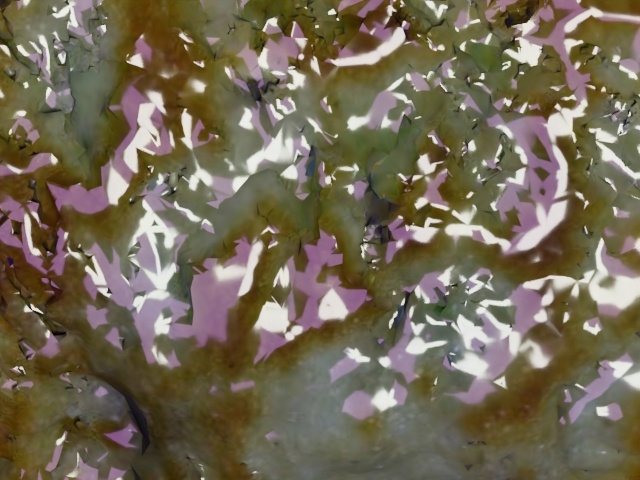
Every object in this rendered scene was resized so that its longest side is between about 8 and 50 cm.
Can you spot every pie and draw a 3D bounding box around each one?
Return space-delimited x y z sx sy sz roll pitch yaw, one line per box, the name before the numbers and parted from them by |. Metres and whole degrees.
pie | 0.025 0.008 0.670 0.418 0.180 0.395 -7 116 11
